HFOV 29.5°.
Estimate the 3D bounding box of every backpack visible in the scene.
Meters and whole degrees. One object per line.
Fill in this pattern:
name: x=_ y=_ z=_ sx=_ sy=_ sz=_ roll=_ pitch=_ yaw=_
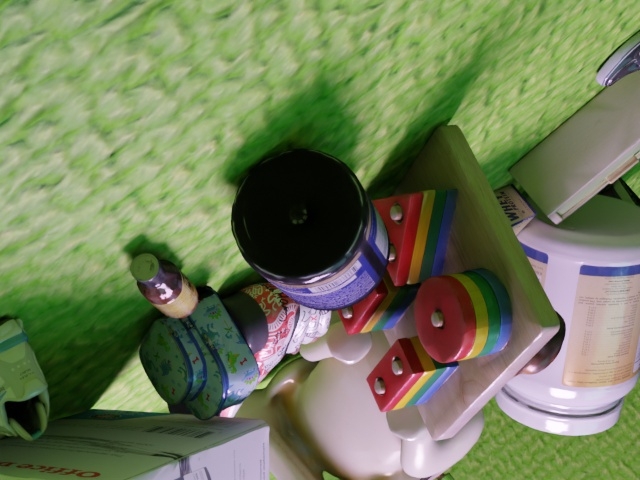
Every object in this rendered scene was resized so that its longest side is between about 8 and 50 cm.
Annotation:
backpack: x=-0.124 y=0.122 z=1.227 sx=0.084 sy=0.114 sz=0.105 roll=-24 pitch=159 yaw=-39

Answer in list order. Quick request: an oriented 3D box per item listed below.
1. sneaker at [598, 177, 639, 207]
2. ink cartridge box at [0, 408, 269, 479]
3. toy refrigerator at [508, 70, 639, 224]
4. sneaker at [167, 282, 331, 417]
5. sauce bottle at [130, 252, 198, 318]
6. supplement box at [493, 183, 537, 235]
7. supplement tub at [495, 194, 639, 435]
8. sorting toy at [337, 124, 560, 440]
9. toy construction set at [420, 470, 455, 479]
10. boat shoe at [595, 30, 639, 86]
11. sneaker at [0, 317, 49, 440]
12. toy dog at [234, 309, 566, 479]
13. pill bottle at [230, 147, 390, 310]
sneaker: x=0.524 y=0.016 z=2.078 sx=0.124 sy=0.107 sz=0.283 roll=-38 pitch=-153 yaw=17
ink cartridge box: x=-0.213 y=0.251 z=1.155 sx=0.223 sy=0.129 sz=0.307 roll=1 pitch=-178 yaw=24
toy refrigerator: x=0.392 y=-0.140 z=1.634 sx=0.269 sy=0.094 sz=0.102 roll=-41 pitch=163 yaw=9
sneaker: x=-0.078 y=0.135 z=1.401 sx=0.145 sy=0.090 sz=0.270 roll=-22 pitch=155 yaw=-36
sauce bottle: x=-0.142 y=0.040 z=1.100 sx=0.042 sy=0.042 sz=0.128 roll=-36 pitch=165 yaw=-5
supplement box: x=0.239 y=-0.024 z=1.690 sx=0.083 sy=0.056 sz=0.083 roll=-22 pitch=158 yaw=-43
supplement tub: x=0.374 y=0.106 z=1.810 sx=0.228 sy=0.228 sz=0.316 roll=-20 pitch=123 yaw=-45
sorting toy: x=0.109 y=0.054 z=1.316 sx=0.089 sy=0.257 sz=0.255 roll=-7 pitch=149 yaw=-29
toy construction set: x=0.227 y=0.327 z=2.282 sx=0.309 sy=0.237 sz=0.257 roll=-42 pitch=163 yaw=13
boat shoe: x=0.402 y=-0.235 z=1.494 sx=0.142 sy=0.040 sz=0.049 roll=-41 pitch=163 yaw=11
sneaker: x=-0.271 y=0.146 z=1.048 sx=0.071 sy=0.083 sz=0.190 roll=-31 pitch=164 yaw=-29
toy dog: x=0.132 y=0.181 z=1.604 sx=0.408 sy=0.284 sz=0.395 roll=-49 pitch=153 yaw=25
pill bottle: x=0.000 y=0.000 z=1.146 sx=0.123 sy=0.123 sz=0.219 roll=-38 pitch=163 yaw=0
